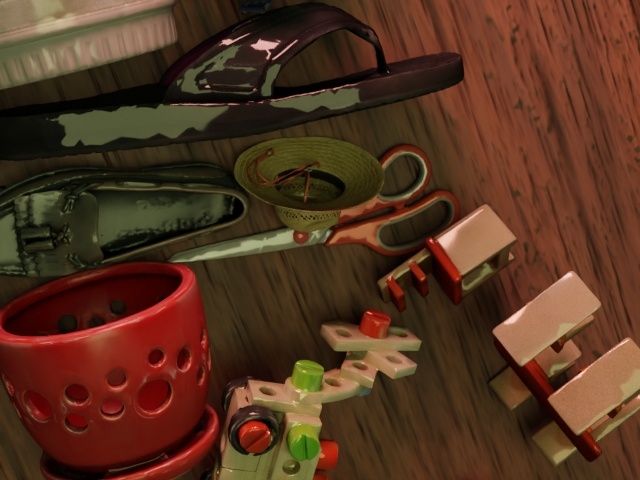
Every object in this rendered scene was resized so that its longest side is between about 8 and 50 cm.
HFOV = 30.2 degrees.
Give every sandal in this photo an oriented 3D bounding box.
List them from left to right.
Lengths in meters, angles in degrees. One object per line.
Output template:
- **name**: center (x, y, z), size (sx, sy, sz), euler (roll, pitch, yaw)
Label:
- **sandal**: center (-0.078, -0.153, 1.073), size (0.445, 0.167, 0.107), euler (-9, 103, -13)

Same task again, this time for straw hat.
- **straw hat**: center (-0.012, -0.042, 1.148), size (0.144, 0.144, 0.061), euler (-5, 126, -14)

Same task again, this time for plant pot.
- **plant pot**: center (-0.188, 0.129, 1.080), size (0.191, 0.191, 0.174), euler (-15, 105, -12)

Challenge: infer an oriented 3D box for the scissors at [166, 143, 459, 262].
- **scissors**: center (0.000, 0.000, 1.196), size (0.297, 0.021, 0.109), euler (-26, 105, -10)

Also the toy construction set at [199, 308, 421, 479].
- **toy construction set**: center (-0.005, 0.227, 1.164), size (0.215, 0.151, 0.328), euler (10, 96, -16)

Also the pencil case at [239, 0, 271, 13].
- **pencil case**: center (-0.014, -0.355, 1.046), size (0.133, 0.119, 0.306), euler (26, 77, 11)

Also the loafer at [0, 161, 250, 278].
- **loafer**: center (-0.194, -0.022, 1.093), size (0.267, 0.084, 0.096), euler (-13, 106, -20)

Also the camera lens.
- **camera lens**: center (-0.247, -0.275, 0.979), size (0.219, 0.219, 0.274), euler (-16, 103, -12)

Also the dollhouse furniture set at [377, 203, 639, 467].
- **dollhouse furniture set**: center (0.187, 0.108, 1.161), size (0.135, 0.262, 0.259), euler (-36, 73, -5)

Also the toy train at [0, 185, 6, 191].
- **toy train**: center (-0.310, -0.083, 1.095), size (0.036, 0.027, 0.158), euler (-8, 102, -17)
